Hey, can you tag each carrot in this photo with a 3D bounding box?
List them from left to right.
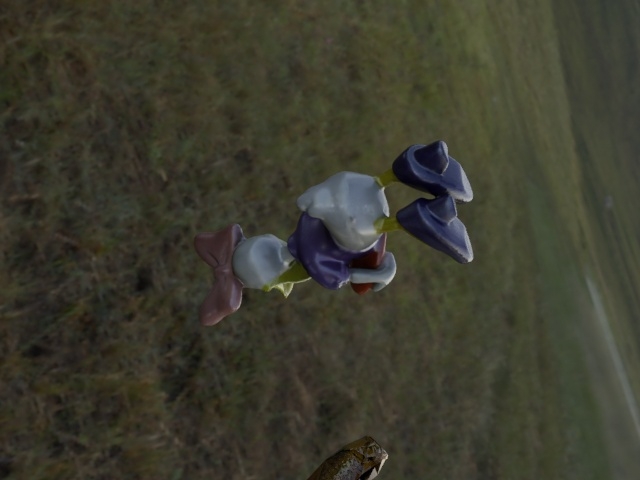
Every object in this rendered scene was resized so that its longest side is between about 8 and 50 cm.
[{"bbox_3d":[-0.002,0.364,1.449,0.069,0.229,0.069,47,-13,14],"label":"carrot"}]

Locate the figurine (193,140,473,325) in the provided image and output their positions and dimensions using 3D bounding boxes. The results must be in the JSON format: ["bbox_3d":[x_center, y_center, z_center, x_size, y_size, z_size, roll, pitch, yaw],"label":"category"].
[{"bbox_3d":[0.007,0.000,1.384,0.193,0.421,0.154,19,55,-42],"label":"figurine"}]
